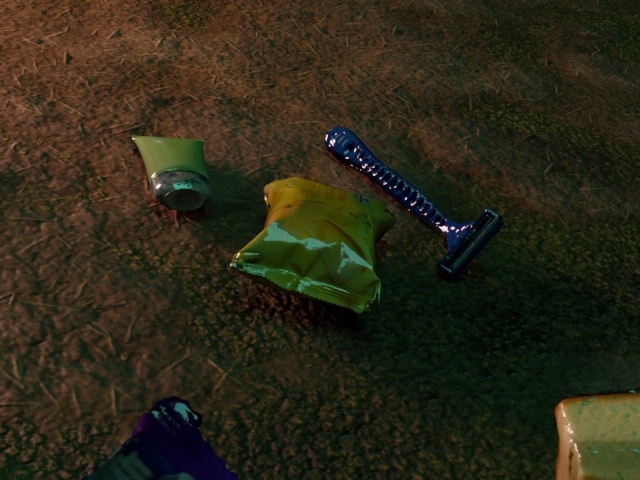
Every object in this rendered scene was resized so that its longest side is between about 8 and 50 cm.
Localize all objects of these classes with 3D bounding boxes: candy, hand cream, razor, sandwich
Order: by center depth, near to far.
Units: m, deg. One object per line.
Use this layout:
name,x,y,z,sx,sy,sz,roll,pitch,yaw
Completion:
candy,-0.154,0.223,0.649,0.145,0.070,0.275,34,47,25
sandwich,0.295,0.211,0.717,0.220,0.186,0.108,-4,33,5
hand cream,-0.178,-0.089,1.149,0.095,0.046,0.175,0,28,-17
razor,0.106,-0.061,1.202,0.056,0.093,0.324,39,3,-46

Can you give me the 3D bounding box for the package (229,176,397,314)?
package,0.000,0.000,1.026,0.168,0.090,0.226,14,30,-1
